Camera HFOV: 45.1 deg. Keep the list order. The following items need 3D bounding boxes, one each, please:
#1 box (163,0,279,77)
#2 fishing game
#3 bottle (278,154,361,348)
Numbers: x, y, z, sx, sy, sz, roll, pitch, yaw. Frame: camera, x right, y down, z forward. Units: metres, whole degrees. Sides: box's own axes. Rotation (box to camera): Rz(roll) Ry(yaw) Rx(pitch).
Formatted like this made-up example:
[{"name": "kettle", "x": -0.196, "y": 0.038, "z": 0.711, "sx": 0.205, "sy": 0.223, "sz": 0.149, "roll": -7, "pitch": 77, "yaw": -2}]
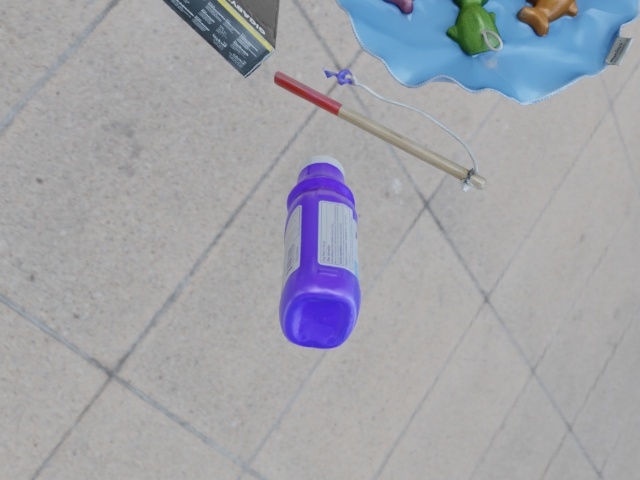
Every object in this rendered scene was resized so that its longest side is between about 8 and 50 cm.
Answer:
[{"name": "box", "x": -0.204, "y": -0.448, "z": 1.262, "sx": 0.079, "sy": 0.257, "sz": 0.322, "roll": -37, "pitch": 119, "yaw": 22}, {"name": "fishing game", "x": 0.099, "y": -0.164, "z": 0.450, "sx": 0.264, "sy": 0.189, "sz": 0.041, "roll": -57, "pitch": 169, "yaw": -14}, {"name": "bottle", "x": 0.000, "y": 0.000, "z": 0.975, "sx": 0.092, "sy": 0.282, "sz": 0.118, "roll": 8, "pitch": 131, "yaw": -6}]
